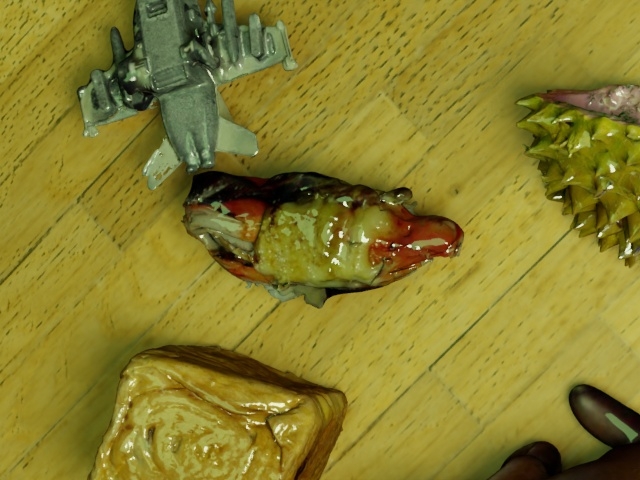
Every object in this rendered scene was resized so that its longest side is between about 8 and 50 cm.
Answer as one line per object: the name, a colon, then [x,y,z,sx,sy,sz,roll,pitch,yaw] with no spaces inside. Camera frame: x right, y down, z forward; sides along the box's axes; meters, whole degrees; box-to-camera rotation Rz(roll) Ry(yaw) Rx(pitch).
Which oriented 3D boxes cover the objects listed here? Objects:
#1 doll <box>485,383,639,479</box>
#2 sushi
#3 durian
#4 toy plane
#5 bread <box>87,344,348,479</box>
doll: [0.131,0.285,1.220,0.340,0.209,0.318,-24,48,13]
sushi: [0.001,0.002,1.311,0.226,0.103,0.097,6,76,19]
durian: [0.263,-0.046,1.207,0.260,0.186,0.154,6,82,31]
toy plane: [-0.122,-0.177,1.364,0.192,0.088,0.262,-18,82,17]
bread: [-0.079,0.166,1.306,0.158,0.143,0.149,16,92,14]
